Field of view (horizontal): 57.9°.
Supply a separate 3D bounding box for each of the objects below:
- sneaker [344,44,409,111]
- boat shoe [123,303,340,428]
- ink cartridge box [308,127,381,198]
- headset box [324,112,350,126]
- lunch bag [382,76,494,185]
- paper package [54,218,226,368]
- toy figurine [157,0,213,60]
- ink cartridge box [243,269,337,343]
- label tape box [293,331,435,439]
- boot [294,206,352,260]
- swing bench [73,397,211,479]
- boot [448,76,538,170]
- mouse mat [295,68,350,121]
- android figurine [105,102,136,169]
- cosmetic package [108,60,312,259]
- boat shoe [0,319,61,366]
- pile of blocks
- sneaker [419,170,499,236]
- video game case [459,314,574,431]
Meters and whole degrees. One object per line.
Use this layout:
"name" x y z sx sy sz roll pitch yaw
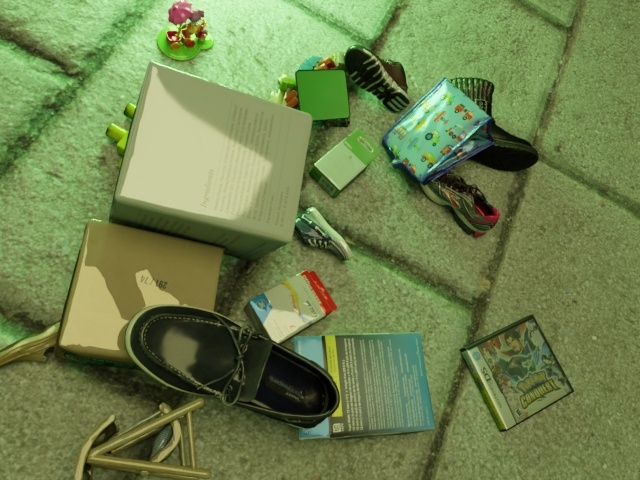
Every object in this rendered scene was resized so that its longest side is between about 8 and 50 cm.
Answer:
"sneaker" 0.185 -0.554 1.867 0.281 0.106 0.163 39 46 -33
"boat shoe" -0.172 0.269 1.246 0.500 0.156 0.187 28 65 -17
"ink cartridge box" 0.076 -0.233 1.741 0.109 0.062 0.209 45 62 3
"headset box" 0.046 -0.390 1.813 0.083 0.032 0.062 0 69 -20
"lunch bag" 0.340 -0.314 1.765 0.293 0.138 0.221 -36 58 0
"paper package" -0.414 0.141 1.347 0.324 0.168 0.310 15 65 -23
"toy figurine" -0.388 -0.633 1.701 0.173 0.159 0.130 -14 74 -23
"ink cartridge box" -0.066 0.171 1.522 0.231 0.078 0.134 -28 80 -26
"label tape box" 0.098 0.371 1.477 0.347 0.115 0.249 0 68 -14
"boot" 0.000 0.000 1.627 0.086 0.069 0.190 -37 75 -20
"swing bench" -0.377 0.443 1.213 0.254 0.253 0.165 -3 70 -20
"boot" 0.565 -0.394 1.926 0.347 0.131 0.260 15 65 -11
"mouse mat" 0.009 -0.438 1.744 0.189 0.007 0.153 -13 101 -35
"android figurine" -0.438 -0.264 1.592 0.272 0.056 0.248 30 63 -4
"cosmetic package" -0.274 -0.164 1.404 0.393 0.329 0.328 14 76 -21
"boat shoe" -0.645 0.248 1.314 0.190 0.068 0.072 -29 91 -26
"pile of blocks" -0.035 -0.509 1.791 0.149 0.113 0.362 39 62 0
"sneaker" 0.431 -0.150 1.795 0.299 0.112 0.121 43 63 3
"video game case" 0.568 0.375 1.668 0.274 0.035 0.248 -19 75 -24
